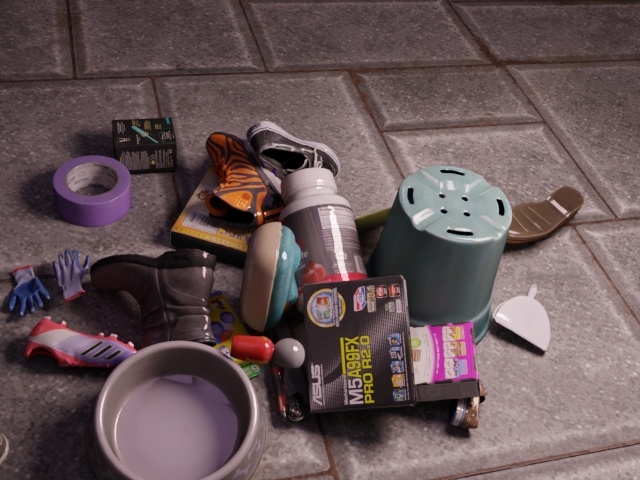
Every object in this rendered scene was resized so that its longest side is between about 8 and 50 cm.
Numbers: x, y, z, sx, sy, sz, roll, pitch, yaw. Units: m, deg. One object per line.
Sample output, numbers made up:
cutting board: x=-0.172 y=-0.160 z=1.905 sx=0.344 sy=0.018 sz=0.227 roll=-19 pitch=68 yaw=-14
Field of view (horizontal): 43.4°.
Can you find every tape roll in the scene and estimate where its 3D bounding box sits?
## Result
tape roll: x=-0.574 y=-0.126 z=2.029 sx=0.189 sy=0.080 sz=0.189 roll=6 pitch=43 yaw=-6

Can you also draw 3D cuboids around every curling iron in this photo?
curling iron: x=-0.081 y=0.284 z=1.738 sx=0.068 sy=0.035 sz=0.274 roll=8 pitch=38 yaw=-27

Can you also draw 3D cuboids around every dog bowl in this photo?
dog bowl: x=-0.276 y=0.349 z=1.548 sx=0.349 sy=0.102 sz=0.348 roll=5 pitch=53 yaw=-6

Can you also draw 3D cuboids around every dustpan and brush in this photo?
dustpan and brush: x=0.505 y=0.169 z=1.959 sx=0.147 sy=0.060 sz=0.211 roll=32 pitch=53 yaw=4

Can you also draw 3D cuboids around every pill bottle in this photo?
pill bottle: x=0.000 y=0.000 z=1.866 sx=0.176 sy=0.176 sz=0.318 roll=-6 pitch=69 yaw=-17

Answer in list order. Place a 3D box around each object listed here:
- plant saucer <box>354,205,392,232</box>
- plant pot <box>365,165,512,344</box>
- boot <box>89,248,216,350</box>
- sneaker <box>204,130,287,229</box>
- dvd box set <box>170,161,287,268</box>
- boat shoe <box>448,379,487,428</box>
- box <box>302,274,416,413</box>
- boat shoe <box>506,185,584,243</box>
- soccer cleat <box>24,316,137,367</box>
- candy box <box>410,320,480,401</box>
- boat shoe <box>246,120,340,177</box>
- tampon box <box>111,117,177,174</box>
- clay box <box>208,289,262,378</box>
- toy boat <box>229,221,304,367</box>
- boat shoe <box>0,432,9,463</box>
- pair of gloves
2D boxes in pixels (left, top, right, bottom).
plant saucer: x=0.145 y=-0.056 z=2.028 sx=0.241 sy=0.241 sz=0.037 roll=-20 pitch=91 yaw=-28
plant pot: x=0.270 y=0.031 z=1.848 sx=0.341 sy=0.334 sz=0.341 roll=5 pitch=43 yaw=-5
boot: x=-0.376 y=0.144 z=1.740 sx=0.338 sy=0.118 sz=0.222 roll=-8 pitch=72 yaw=31
sneaker: x=-0.228 y=-0.151 z=1.997 sx=0.180 sy=0.124 sz=0.321 roll=-25 pitch=54 yaw=-33
dvd box set: x=-0.168 y=-0.096 z=2.089 sx=0.308 sy=0.062 sz=0.420 roll=16 pitch=44 yaw=5
boat shoe: x=0.324 y=0.333 z=1.749 sx=0.066 sy=0.066 sz=0.183 roll=24 pitch=48 yaw=-2
box: x=0.079 y=0.216 z=1.670 sx=0.216 sy=0.060 sz=0.269 roll=-5 pitch=78 yaw=10
boat shoe: x=0.582 y=-0.043 z=2.152 sx=0.307 sy=0.104 sz=0.110 roll=-20 pitch=60 yaw=-30
soccer cleat: x=-0.494 y=0.235 z=1.684 sx=0.248 sy=0.083 sz=0.095 roll=16 pitch=62 yaw=5
candy box: x=0.221 y=0.265 z=1.736 sx=0.234 sy=0.071 sz=0.159 roll=-6 pitch=43 yaw=11
boat shoe: x=-0.052 y=-0.201 z=2.028 sx=0.306 sy=0.113 sz=0.105 roll=28 pitch=31 yaw=-47
tampon box: x=-0.473 y=-0.254 z=2.161 sx=0.161 sy=0.101 sz=0.120 roll=-5 pitch=45 yaw=-15
clay box: x=-0.227 y=0.217 z=1.762 sx=0.128 sy=0.053 sz=0.222 roll=-19 pitch=50 yaw=-27
toy boat: x=-0.099 y=0.135 z=1.697 sx=0.148 sy=0.267 sz=0.318 roll=9 pitch=45 yaw=-5
boat shoe: x=-0.722 y=0.406 z=1.446 sx=0.305 sy=0.091 sz=0.109 roll=-16 pitch=50 yaw=-25
pair of gloves: x=-0.608 y=0.091 z=1.805 sx=0.198 sy=0.023 sz=0.159 roll=-23 pitch=47 yaw=-7
